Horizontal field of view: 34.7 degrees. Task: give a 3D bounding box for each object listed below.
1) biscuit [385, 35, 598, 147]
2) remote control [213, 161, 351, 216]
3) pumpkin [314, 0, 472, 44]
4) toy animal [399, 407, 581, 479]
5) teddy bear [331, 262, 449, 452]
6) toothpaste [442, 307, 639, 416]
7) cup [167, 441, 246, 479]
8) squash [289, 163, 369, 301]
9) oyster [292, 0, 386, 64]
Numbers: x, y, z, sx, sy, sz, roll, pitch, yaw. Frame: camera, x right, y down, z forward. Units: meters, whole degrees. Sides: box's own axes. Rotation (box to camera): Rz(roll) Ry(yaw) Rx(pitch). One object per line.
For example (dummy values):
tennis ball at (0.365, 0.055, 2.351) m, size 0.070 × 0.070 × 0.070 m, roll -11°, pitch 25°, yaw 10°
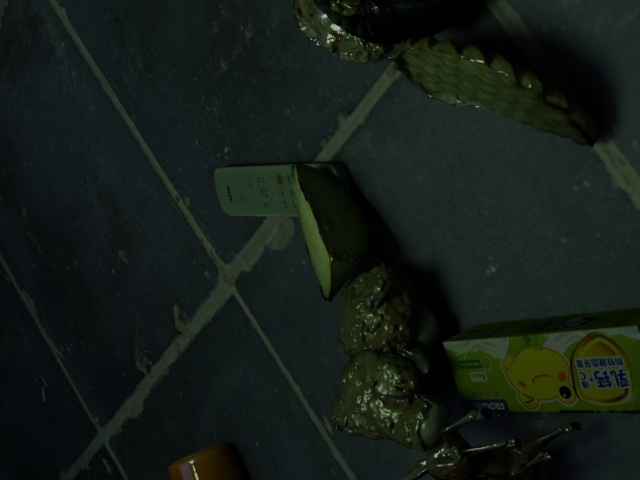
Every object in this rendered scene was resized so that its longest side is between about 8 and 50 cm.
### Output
biscuit at (0.188, -0.188, 1.203) m, size 0.274 × 0.187 × 0.036 m, roll 26°, pitch 88°, yaw 38°
remote control at (-0.064, -0.081, 1.630) m, size 0.310 × 0.038 × 0.090 m, roll 4°, pitch 111°, yaw 47°
pumpkin at (0.075, -0.342, 1.218) m, size 0.250 × 0.216 × 0.250 m, roll 28°, pitch 157°, yaw 13°
toy animal at (0.238, 0.312, 1.355) m, size 0.244 × 0.087 × 0.260 m, roll 21°, pitch 138°, yaw -8°
teddy bear at (0.097, 0.160, 1.445) m, size 0.267 × 0.156 × 0.256 m, roll 86°, pitch -173°, yaw -83°
toothpaste at (0.302, 0.157, 1.295) m, size 0.327 × 0.077 × 0.110 m, roll -13°, pitch 96°, yaw 51°
cup at (-0.196, 0.538, 1.997) m, size 0.226 × 0.182 × 0.263 m, roll 115°, pitch 136°, yaw -80°
squash at (0.023, -0.008, 1.496) m, size 0.184 × 0.085 × 0.191 m, roll 86°, pitch 166°, yaw -60°
oyster at (0.024, -0.305, 1.411) m, size 0.177 × 0.056 × 0.105 m, roll 38°, pitch 144°, yaw 32°
